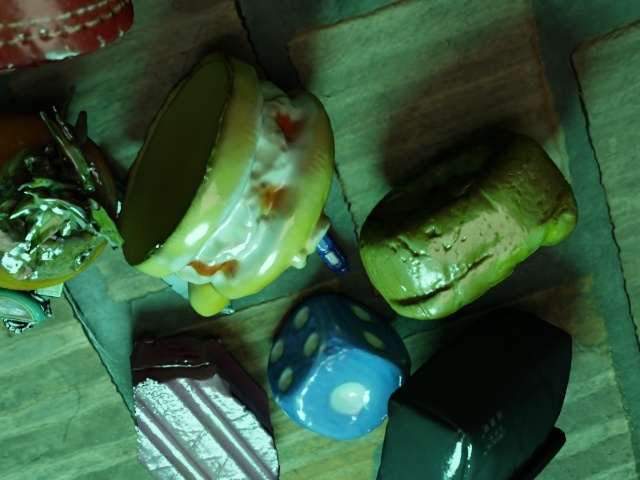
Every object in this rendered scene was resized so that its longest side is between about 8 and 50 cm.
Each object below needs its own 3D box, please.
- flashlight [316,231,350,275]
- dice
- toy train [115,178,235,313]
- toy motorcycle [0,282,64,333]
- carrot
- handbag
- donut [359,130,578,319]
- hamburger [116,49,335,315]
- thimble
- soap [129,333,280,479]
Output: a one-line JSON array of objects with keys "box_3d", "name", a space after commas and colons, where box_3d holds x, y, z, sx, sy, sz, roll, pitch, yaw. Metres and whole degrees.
[{"box_3d": [0.000, 0.000, 1.390, 0.057, 0.035, 0.121, -31, 119, 9], "name": "flashlight"}, {"box_3d": [0.023, 0.163, 1.425, 0.143, 0.146, 0.146, 27, 111, -24], "name": "dice"}, {"box_3d": [-0.195, 0.011, 1.364, 0.055, 0.048, 0.252, -32, 125, 22], "name": "toy train"}, {"box_3d": [-0.410, 0.057, 1.351, 0.173, 0.058, 0.100, 11, 110, -16], "name": "toy motorcycle"}, {"box_3d": [-0.322, -0.047, 1.181, 0.214, 0.331, 0.193, -37, 116, -25], "name": "carrot"}, {"box_3d": [0.207, 0.268, 1.420, 0.177, 0.302, 0.275, 20, 123, 31], "name": "handbag"}, {"box_3d": [0.169, -0.024, 1.307, 0.261, 0.208, 0.128, -34, 110, 2], "name": "donut"}, {"box_3d": [-0.102, -0.045, 1.225, 0.186, 0.261, 0.303, 26, 114, -26], "name": "hamburger"}, {"box_3d": [-0.296, -0.255, 1.126, 0.189, 0.163, 0.125, -16, 118, -6], "name": "thimble"}, {"box_3d": [-0.161, 0.248, 1.464, 0.182, 0.112, 0.289, -32, 119, 9], "name": "soap"}]
